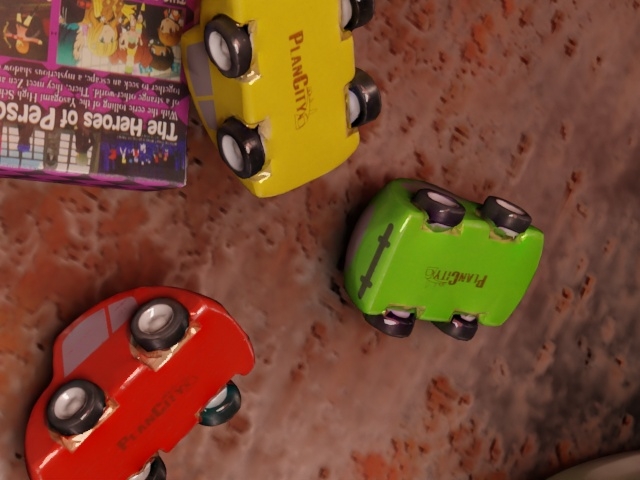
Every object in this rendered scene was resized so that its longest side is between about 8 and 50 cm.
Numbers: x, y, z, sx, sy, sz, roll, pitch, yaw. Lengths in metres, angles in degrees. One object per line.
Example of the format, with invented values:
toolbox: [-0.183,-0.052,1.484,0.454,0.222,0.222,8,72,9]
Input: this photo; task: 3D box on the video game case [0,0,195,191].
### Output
video game case: [-0.154,-0.132,0.622,0.232,0.042,0.210,4,85,-30]

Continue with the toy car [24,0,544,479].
toy car: [0.000,0.000,0.677,0.225,0.053,0.239,8,112,-45]

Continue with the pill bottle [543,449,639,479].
pill bottle: [0.185,0.253,0.714,0.182,0.181,0.322,-9,91,-30]
